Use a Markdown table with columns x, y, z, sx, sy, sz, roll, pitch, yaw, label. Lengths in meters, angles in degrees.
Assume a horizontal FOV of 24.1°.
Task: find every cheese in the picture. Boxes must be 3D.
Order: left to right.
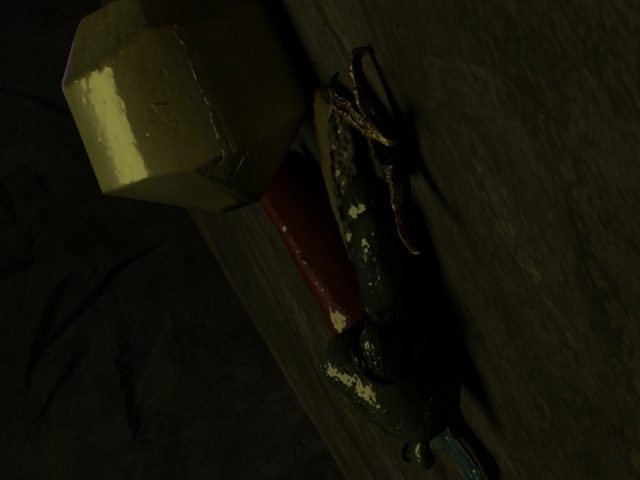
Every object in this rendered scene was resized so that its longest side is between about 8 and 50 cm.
| x | y | z | sx | sy | sz | roll | pitch | yaw | label |
| --- | --- | --- | --- | --- | --- | --- | --- | --- | --- |
| 0.155 | 0.242 | 1.985 | 0.244 | 0.052 | 0.135 | 58 | 170 | 35 | cheese |

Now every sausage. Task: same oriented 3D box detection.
| x | y | z | sx | sy | sz | roll | pitch | yaw | label |
| --- | --- | --- | --- | --- | --- | --- | --- | --- | --- |
| 0.001 | 0.000 | 2.068 | 0.348 | 0.097 | 0.094 | 60 | 161 | 26 | sausage |

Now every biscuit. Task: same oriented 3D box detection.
| x | y | z | sx | sy | sz | roll | pitch | yaw | label |
| --- | --- | --- | --- | --- | --- | --- | --- | --- | --- |
| 0.020 | -0.093 | 1.815 | 0.289 | 0.038 | 0.141 | 79 | 174 | -46 | biscuit |

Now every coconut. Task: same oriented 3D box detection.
| x | y | z | sx | sy | sz | roll | pitch | yaw | label |
| --- | --- | --- | --- | --- | --- | --- | --- | --- | --- |
| -0.166 | -0.175 | 1.911 | 0.323 | 0.323 | 0.323 | 61 | 171 | 16 | coconut |

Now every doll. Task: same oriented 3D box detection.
| x | y | z | sx | sy | sz | roll | pitch | yaw | label |
| --- | --- | --- | --- | --- | --- | --- | --- | --- | --- |
| 0.061 | 0.091 | 1.752 | 0.245 | 0.158 | 0.340 | -92 | -17 | -54 | doll |

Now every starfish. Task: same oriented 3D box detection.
| x | y | z | sx | sy | sz | roll | pitch | yaw | label |
| --- | --- | --- | --- | --- | --- | --- | --- | --- | --- |
| 0.069 | -0.087 | 1.536 | 0.213 | 0.057 | 0.238 | 64 | -179 | -71 | starfish |
